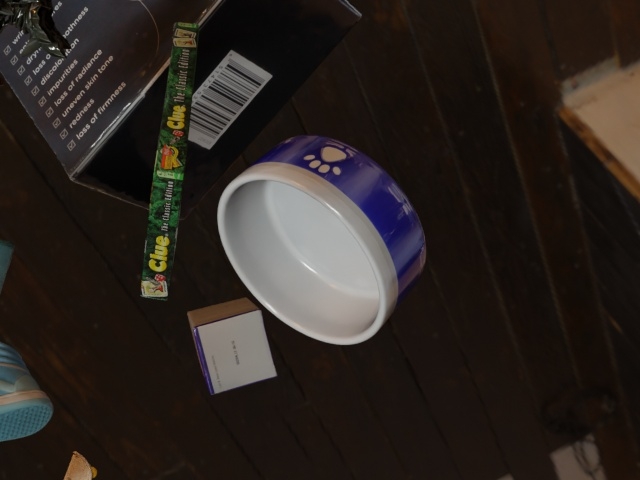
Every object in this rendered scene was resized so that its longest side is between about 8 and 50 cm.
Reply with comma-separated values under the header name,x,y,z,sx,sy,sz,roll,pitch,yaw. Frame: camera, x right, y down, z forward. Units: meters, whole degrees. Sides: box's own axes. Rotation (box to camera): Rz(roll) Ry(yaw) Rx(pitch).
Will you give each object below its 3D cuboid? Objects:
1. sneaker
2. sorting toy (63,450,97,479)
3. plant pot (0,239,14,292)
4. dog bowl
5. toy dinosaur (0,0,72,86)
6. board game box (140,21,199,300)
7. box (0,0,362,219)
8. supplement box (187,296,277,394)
name,x,y,z,sx,sy,sz,roll,pitch,yaw
sneaker,-0.684,0.282,1.982,0.319,0.208,0.127,3,128,-43
sorting toy,-0.370,0.365,1.601,0.045,0.075,0.083,21,77,-12
plant pot,-0.524,0.043,1.238,0.234,0.165,0.165,23,79,-48
dog bowl,0.000,0.000,1.358,0.104,0.265,0.265,-45,144,-36
toy dinosaur,-0.408,-0.224,1.100,0.218,0.164,0.322,-20,96,12
board game box,-0.136,-0.081,0.965,0.030,0.259,0.136,5,127,-7
box,-0.279,-0.380,1.769,0.480,0.472,0.297,-47,149,13
supplement box,-0.148,0.166,1.719,0.114,0.220,0.111,-15,95,-10
